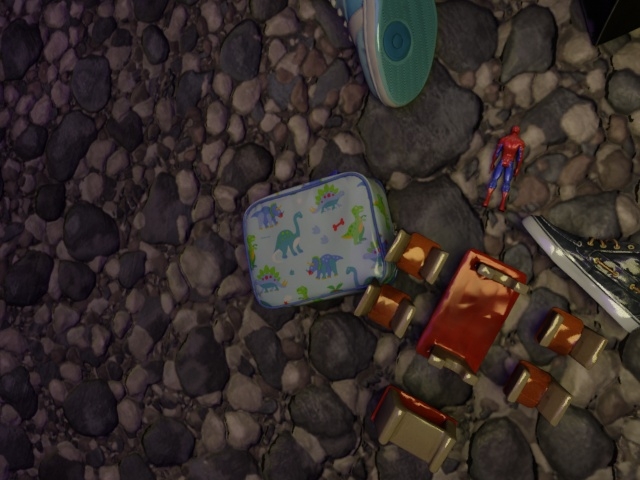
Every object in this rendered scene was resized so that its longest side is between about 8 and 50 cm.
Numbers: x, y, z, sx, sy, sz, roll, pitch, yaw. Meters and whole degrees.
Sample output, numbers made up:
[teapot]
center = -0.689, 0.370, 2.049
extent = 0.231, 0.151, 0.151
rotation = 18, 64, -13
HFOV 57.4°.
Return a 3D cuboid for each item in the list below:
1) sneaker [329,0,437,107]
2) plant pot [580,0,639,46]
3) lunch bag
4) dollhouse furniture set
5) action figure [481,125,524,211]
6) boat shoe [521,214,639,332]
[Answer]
[sneaker]
center = 0.050, -0.350, 0.844
extent = 0.208, 0.127, 0.319
rotation = 11, 113, 52
[plant pot]
center = 0.384, -0.359, 0.647
extent = 0.167, 0.188, 0.187
rotation = -12, 81, 11
[lunch bag]
center = 0.000, 0.000, 0.849
extent = 0.219, 0.090, 0.176
rotation = -16, 81, 24
[dollhouse furniture set]
center = 0.163, 0.139, 0.735
extent = 0.262, 0.135, 0.259
rotation = 28, 96, 5
[action figure]
center = 0.243, -0.096, 0.772
extent = 0.038, 0.030, 0.115
rotation = 17, 89, 20
[boat shoe]
center = 0.335, 0.017, 0.705
extent = 0.183, 0.065, 0.083
rotation = 47, 105, 13
